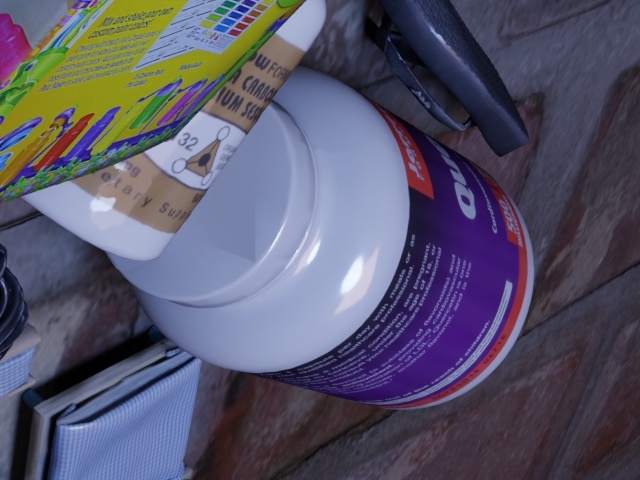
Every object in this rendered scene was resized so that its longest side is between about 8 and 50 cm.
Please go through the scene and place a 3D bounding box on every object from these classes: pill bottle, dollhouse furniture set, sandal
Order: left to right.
[{"bbox_3d":[-0.123,0.176,1.144,0.303,0.198,0.286,-26,144,-40],"label":"dollhouse furniture set"},{"bbox_3d":[-0.072,-0.115,0.933,0.229,0.131,0.131,-54,153,6],"label":"pill bottle"},{"bbox_3d":[0.000,0.000,1.132,0.181,0.181,0.323,-54,153,6],"label":"pill bottle"},{"bbox_3d":[0.082,-0.109,1.233,0.054,0.097,0.254,-27,154,11],"label":"sandal"}]

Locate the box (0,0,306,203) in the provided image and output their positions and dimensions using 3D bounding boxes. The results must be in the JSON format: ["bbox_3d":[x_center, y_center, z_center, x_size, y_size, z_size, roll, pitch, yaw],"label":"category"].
[{"bbox_3d":[-0.068,-0.171,0.661,0.279,0.177,0.290,-43,176,19],"label":"box"}]

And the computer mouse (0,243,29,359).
[{"bbox_3d":[-0.228,-0.029,0.829,0.188,0.072,0.272,-37,136,-43],"label":"computer mouse"}]
